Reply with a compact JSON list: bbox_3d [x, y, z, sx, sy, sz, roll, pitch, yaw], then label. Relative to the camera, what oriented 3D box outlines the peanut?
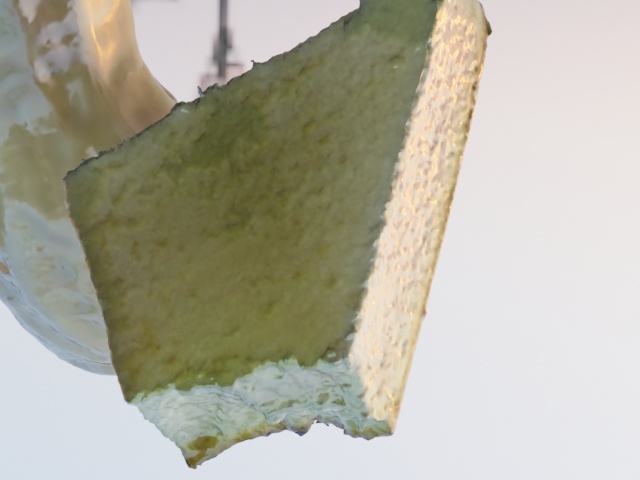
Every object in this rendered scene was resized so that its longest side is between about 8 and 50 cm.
[{"bbox_3d":[-0.131,-0.066,0.919,0.149,0.313,0.149,-16,-156,7],"label":"peanut"}]

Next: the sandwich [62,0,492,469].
[{"bbox_3d":[0.000,0.000,0.748,0.193,0.162,0.058,-30,149,16],"label":"sandwich"}]
